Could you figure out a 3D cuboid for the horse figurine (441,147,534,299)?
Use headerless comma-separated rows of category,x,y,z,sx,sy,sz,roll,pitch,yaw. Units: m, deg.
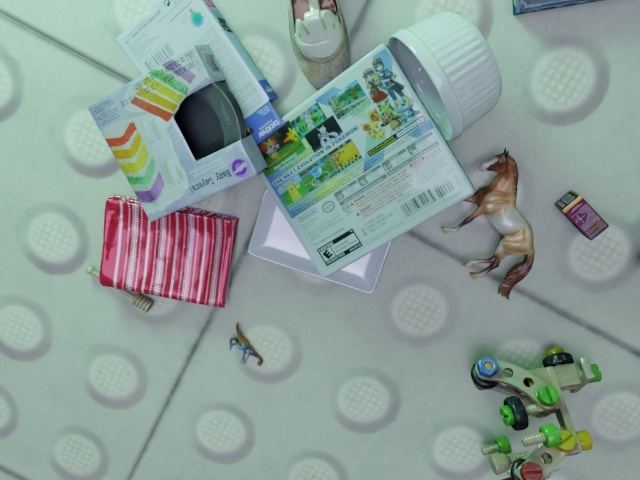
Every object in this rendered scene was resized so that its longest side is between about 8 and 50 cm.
horse figurine,0.334,-0.023,1.034,0.174,0.066,0.263,-28,98,18

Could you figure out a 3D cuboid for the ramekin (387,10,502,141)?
ramekin,0.213,-0.282,0.912,0.109,0.207,0.207,-31,99,4

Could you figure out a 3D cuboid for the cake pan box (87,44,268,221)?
cake pan box,-0.257,-0.191,0.993,0.267,0.070,0.245,-19,106,21

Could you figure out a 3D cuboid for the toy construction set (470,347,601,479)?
toy construction set,0.449,0.358,1.060,0.237,0.257,0.308,-14,123,-3

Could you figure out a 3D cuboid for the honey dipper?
honey dipper,-0.436,0.103,1.164,0.161,0.030,0.030,30,105,0

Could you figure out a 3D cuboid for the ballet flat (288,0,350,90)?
ballet flat,-0.016,-0.418,0.946,0.108,0.106,0.315,-11,103,8

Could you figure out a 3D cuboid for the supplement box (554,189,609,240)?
supplement box,0.491,-0.048,1.017,0.083,0.055,0.043,45,106,-5

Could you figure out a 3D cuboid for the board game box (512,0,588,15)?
board game box,0.450,-0.490,0.914,0.243,0.042,0.165,-8,104,8

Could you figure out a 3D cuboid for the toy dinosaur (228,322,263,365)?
toy dinosaur,-0.156,0.235,1.164,0.082,0.047,0.090,20,95,-18

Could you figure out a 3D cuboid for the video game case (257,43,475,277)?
video game case,0.060,-0.132,0.985,0.329,0.036,0.300,-31,91,23

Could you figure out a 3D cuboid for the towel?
towel,-0.319,0.024,1.118,0.275,0.031,0.198,10,99,3

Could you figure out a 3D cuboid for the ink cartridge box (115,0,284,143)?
ink cartridge box,-0.215,-0.301,1.010,0.186,0.065,0.311,-32,97,22

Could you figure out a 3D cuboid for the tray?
tray,0.000,0.000,1.091,0.270,0.030,0.145,18,106,1
